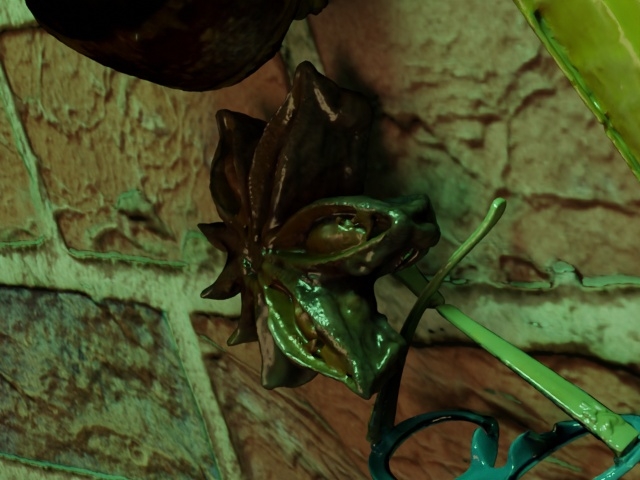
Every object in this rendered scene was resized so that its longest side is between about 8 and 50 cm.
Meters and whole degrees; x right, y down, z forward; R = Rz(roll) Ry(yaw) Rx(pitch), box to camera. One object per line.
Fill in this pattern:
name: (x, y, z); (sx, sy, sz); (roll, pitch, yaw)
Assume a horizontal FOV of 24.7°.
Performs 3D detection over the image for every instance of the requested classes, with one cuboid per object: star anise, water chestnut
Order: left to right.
water chestnut: (-0.083, -0.200, 0.897); (0.223, 0.238, 0.224); (-12, 74, 47)
star anise: (-0.001, -0.007, 0.992); (0.214, 0.099, 0.220); (-1, 85, 46)

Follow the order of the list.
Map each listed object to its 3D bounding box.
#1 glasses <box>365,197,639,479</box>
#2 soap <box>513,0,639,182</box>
glasses: (0.114, 0.079, 0.976); (0.239, 0.102, 0.207); (-2, 86, 51)
soap: (0.243, -0.115, 0.607); (0.335, 0.156, 0.293); (56, 141, 2)
